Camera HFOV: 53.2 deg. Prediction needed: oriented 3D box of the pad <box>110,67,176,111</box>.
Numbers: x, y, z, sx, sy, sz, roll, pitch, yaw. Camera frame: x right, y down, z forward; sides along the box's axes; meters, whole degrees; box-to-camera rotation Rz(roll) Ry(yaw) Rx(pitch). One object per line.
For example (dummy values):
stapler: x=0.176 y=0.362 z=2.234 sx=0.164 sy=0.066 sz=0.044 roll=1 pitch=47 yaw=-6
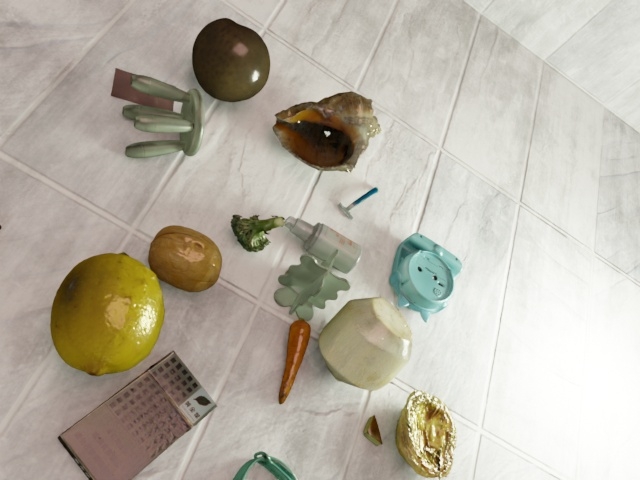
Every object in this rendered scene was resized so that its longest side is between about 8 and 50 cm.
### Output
pad: x=-0.536 y=-0.456 z=1.945 sx=0.188 sy=0.006 sz=0.113 roll=13 pitch=59 yaw=-24

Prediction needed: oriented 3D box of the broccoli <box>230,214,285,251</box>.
broccoli: x=-0.170 y=-0.035 z=1.804 sx=0.118 sy=0.204 sz=0.122 roll=-19 pitch=90 yaw=-36

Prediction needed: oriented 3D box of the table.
table: x=-0.020 y=0.119 z=1.804 sx=0.167 sy=0.198 sz=0.166 roll=14 pitch=58 yaw=-23

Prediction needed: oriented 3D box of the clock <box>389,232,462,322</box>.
clock: x=0.341 y=0.129 z=2.082 sx=0.224 sy=0.094 sz=0.274 roll=30 pitch=52 yaw=-12

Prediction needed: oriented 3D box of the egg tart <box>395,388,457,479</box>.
egg tart: x=0.288 y=0.552 z=1.817 sx=0.232 sy=0.098 sz=0.252 roll=2 pitch=67 yaw=-37

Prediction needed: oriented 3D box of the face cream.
face cream: x=0.000 y=0.000 z=1.947 sx=0.252 sy=0.101 sz=0.101 roll=32 pitch=52 yaw=-12

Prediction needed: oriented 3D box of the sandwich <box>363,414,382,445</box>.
sandwich: x=0.141 y=0.532 z=1.776 sx=0.044 sy=0.031 sz=0.083 roll=-1 pitch=66 yaw=-33

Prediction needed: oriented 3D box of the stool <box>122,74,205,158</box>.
stool: x=-0.447 y=-0.341 z=1.814 sx=0.199 sy=0.195 sz=0.195 roll=-1 pitch=65 yaw=-29

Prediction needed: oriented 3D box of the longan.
longan: x=-0.281 y=-0.564 z=2.002 sx=0.258 sy=0.258 sz=0.258 roll=14 pitch=58 yaw=-24

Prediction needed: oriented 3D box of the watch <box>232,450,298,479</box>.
watch: x=-0.128 y=0.633 z=1.537 sx=0.195 sy=0.068 sz=0.237 roll=-15 pitch=73 yaw=-37

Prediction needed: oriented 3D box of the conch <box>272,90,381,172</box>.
conch: x=0.027 y=-0.337 z=2.100 sx=0.352 sy=0.210 sz=0.297 roll=-4 pitch=64 yaw=4

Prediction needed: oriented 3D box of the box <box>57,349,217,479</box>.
box: x=-0.419 y=0.423 z=1.496 sx=0.325 sy=0.047 sz=0.180 roll=-37 pitch=86 yaw=-38

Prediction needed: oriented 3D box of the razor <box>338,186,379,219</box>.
razor: x=0.143 y=-0.140 z=2.150 sx=0.191 sy=0.037 sz=0.068 roll=-35 pitch=84 yaw=-39

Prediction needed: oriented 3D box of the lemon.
lemon: x=-0.487 y=0.170 z=1.469 sx=0.261 sy=0.260 sz=0.284 roll=-4 pitch=60 yaw=-32

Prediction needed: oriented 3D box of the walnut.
walnut: x=-0.353 y=0.048 z=1.676 sx=0.197 sy=0.165 sz=0.165 roll=25 pitch=54 yaw=-7

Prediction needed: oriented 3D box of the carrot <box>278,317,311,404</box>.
carrot: x=-0.074 y=0.324 z=1.751 sx=0.061 sy=0.061 sz=0.256 roll=25 pitch=56 yaw=-17

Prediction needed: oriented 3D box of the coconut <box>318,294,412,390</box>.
coconut: x=0.119 y=0.291 z=1.778 sx=0.245 sy=0.247 sz=0.245 roll=37 pitch=22 yaw=-18
